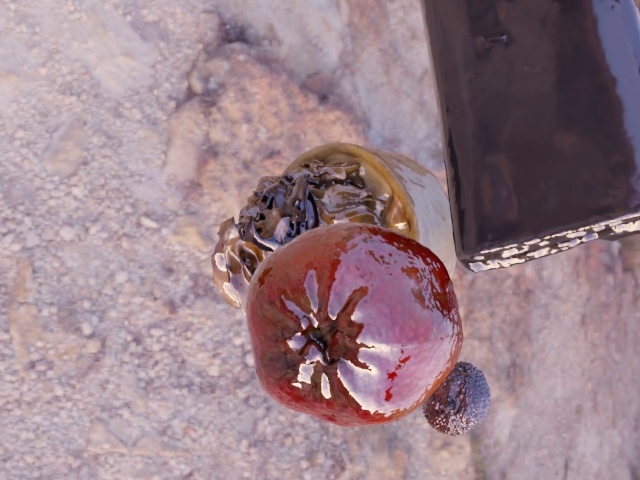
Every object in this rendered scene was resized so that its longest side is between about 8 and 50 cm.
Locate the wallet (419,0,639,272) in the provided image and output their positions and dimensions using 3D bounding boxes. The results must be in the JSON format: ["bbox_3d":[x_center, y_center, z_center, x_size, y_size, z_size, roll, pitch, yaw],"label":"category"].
[{"bbox_3d":[0.225,-0.180,0.951,0.062,0.228,0.405,39,41,-57],"label":"wallet"}]

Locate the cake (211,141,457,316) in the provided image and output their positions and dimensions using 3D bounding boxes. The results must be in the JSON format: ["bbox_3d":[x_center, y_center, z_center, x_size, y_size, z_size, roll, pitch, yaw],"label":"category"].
[{"bbox_3d":[0.006,0.005,1.399,0.321,0.332,0.332,-2,89,-51],"label":"cake"}]

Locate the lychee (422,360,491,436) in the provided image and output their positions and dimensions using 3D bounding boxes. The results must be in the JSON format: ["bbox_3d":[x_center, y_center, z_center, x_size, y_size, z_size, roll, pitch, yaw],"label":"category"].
[{"bbox_3d":[0.133,0.154,0.884,0.083,0.067,0.068,-24,98,-58],"label":"lychee"}]

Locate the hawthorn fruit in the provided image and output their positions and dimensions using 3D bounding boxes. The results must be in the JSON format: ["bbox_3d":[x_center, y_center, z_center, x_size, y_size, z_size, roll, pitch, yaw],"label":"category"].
[{"bbox_3d":[0.037,0.063,0.706,0.194,0.157,0.156,3,85,-61],"label":"hawthorn fruit"}]

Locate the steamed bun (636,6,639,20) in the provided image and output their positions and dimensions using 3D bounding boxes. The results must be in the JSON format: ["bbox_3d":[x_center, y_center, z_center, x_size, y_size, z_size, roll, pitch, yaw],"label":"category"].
[{"bbox_3d":[0.369,-0.279,1.291,0.106,0.175,0.144,25,85,-34],"label":"steamed bun"}]
